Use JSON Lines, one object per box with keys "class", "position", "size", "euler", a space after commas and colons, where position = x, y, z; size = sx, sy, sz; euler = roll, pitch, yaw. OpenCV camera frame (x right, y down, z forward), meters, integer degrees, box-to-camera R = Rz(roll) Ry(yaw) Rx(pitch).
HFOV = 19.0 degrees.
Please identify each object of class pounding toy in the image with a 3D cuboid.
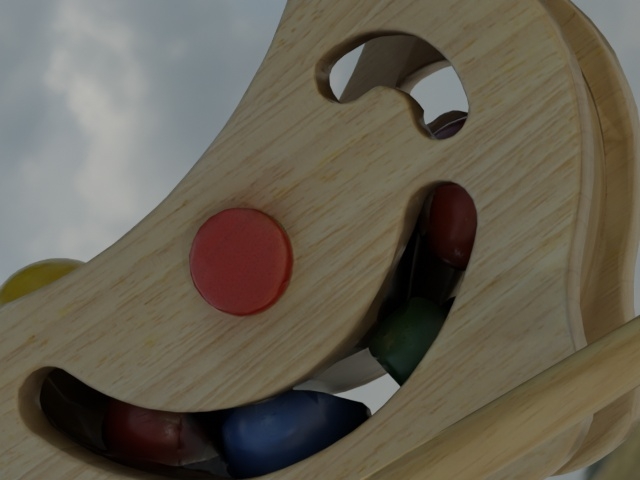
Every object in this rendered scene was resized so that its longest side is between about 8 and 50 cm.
{"class": "pounding toy", "position": [0.000, 0.000, 0.487], "size": [0.269, 0.154, 0.155], "euler": [-23, -10, 19]}
